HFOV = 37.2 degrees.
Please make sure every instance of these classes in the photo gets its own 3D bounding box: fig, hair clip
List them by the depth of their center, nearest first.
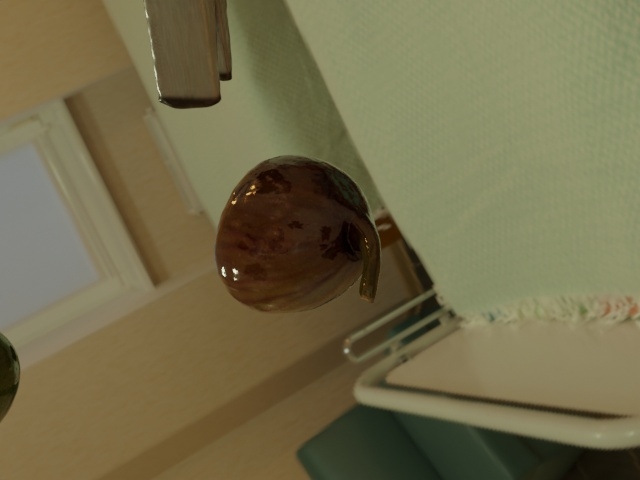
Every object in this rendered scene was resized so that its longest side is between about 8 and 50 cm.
[{"bbox_3d":[-0.141,-0.296,0.919,0.085,0.101,0.331,4,122,16],"label":"hair clip"},{"bbox_3d":[-0.001,-0.006,0.983,0.207,0.175,0.175,-5,115,39],"label":"fig"}]

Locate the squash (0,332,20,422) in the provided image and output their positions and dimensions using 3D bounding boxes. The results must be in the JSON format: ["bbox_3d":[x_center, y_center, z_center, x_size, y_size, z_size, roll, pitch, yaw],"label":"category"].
[{"bbox_3d":[-0.207,0.094,0.425,0.066,0.201,0.066,7,113,17],"label":"squash"}]
